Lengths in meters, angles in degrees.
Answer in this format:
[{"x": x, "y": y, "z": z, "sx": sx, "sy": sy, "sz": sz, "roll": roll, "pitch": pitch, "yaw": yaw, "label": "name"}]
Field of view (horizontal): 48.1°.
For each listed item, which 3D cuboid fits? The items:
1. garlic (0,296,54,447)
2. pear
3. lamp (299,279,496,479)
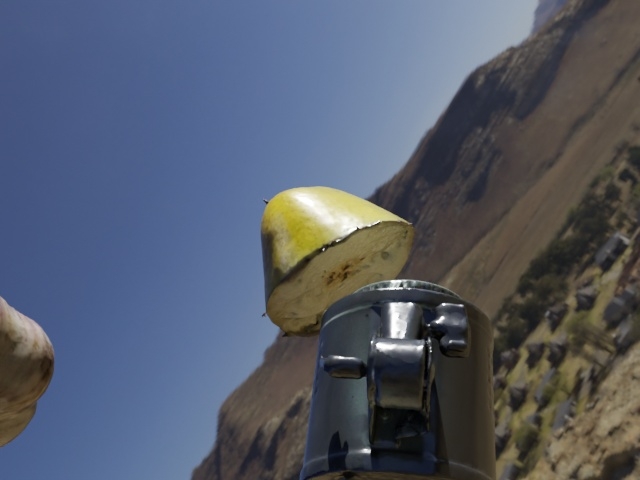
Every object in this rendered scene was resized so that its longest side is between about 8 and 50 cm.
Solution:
[{"x": -0.263, "y": 0.088, "z": 0.475, "sx": 0.159, "sy": 0.102, "sz": 0.147, "roll": -9, "pitch": -51, "yaw": -29, "label": "garlic"}, {"x": 0.000, "y": -0.002, "z": 1.035, "sx": 0.267, "sy": 0.178, "sz": 0.267, "roll": -24, "pitch": -27, "yaw": -13, "label": "pear"}, {"x": 0.092, "y": 0.188, "z": 0.805, "sx": 0.272, "sy": 0.205, "sz": 0.373, "roll": -76, "pitch": -14, "yaw": -53, "label": "lamp"}]
